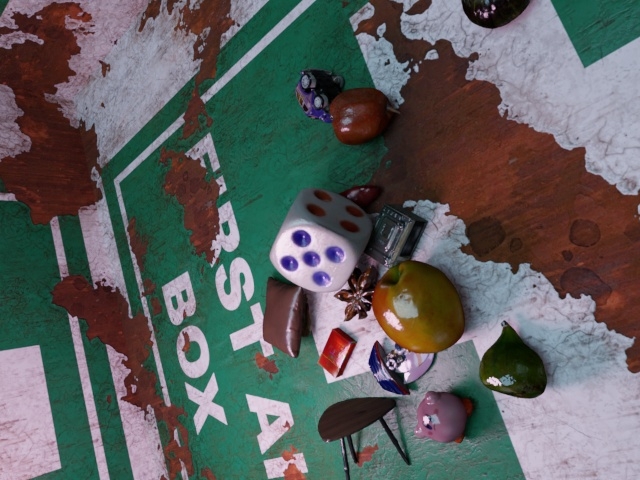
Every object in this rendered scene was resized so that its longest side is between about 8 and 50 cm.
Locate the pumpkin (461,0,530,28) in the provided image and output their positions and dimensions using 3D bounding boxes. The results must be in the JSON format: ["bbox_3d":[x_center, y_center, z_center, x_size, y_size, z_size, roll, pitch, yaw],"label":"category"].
[{"bbox_3d":[0.553,-0.797,1.627,0.238,0.159,0.237,4,96,43],"label":"pumpkin"}]

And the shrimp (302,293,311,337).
[{"bbox_3d":[-0.066,0.322,2.221,0.101,0.042,0.190,4,93,51],"label":"shrimp"}]

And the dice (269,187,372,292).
[{"bbox_3d":[0.000,0.000,1.939,0.304,0.277,0.304,26,124,-1],"label":"dice"}]

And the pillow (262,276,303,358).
[{"bbox_3d":[-0.162,0.322,2.230,0.308,0.108,0.305,7,93,59],"label":"pillow"}]

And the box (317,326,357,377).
[{"bbox_3d":[0.066,0.459,2.113,0.112,0.048,0.175,33,111,34],"label":"box"}]

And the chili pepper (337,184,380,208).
[{"bbox_3d":[0.078,-0.124,2.067,0.388,0.110,0.110,-34,70,31],"label":"chili pepper"}]

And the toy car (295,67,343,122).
[{"bbox_3d":[0.005,-0.570,2.090,0.158,0.172,0.235,-45,65,49],"label":"toy car"}]

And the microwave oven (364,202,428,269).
[{"bbox_3d":[0.268,-0.014,1.891,0.163,0.129,0.204,32,110,33],"label":"microwave oven"}]

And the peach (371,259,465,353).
[{"bbox_3d":[0.338,0.232,1.737,0.332,0.308,0.308,46,123,-6],"label":"peach"}]

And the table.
[{"bbox_3d":[0.150,0.768,1.960,0.317,0.317,0.249,-16,94,38],"label":"table"}]

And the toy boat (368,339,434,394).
[{"bbox_3d":[0.325,0.456,1.904,0.318,0.072,0.219,-14,79,29],"label":"toy boat"}]

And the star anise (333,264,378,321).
[{"bbox_3d":[0.152,0.206,2.016,0.220,0.099,0.214,-27,60,41],"label":"star anise"}]

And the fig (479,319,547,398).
[{"bbox_3d":[0.601,0.363,1.601,0.203,0.203,0.235,-2,65,39],"label":"fig"}]

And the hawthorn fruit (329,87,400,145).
[{"bbox_3d":[0.171,-0.467,1.931,0.263,0.210,0.210,-5,87,16],"label":"hawthorn fruit"}]

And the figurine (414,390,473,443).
[{"bbox_3d":[0.411,0.597,1.754,0.173,0.173,0.173,1,91,39],"label":"figurine"}]
